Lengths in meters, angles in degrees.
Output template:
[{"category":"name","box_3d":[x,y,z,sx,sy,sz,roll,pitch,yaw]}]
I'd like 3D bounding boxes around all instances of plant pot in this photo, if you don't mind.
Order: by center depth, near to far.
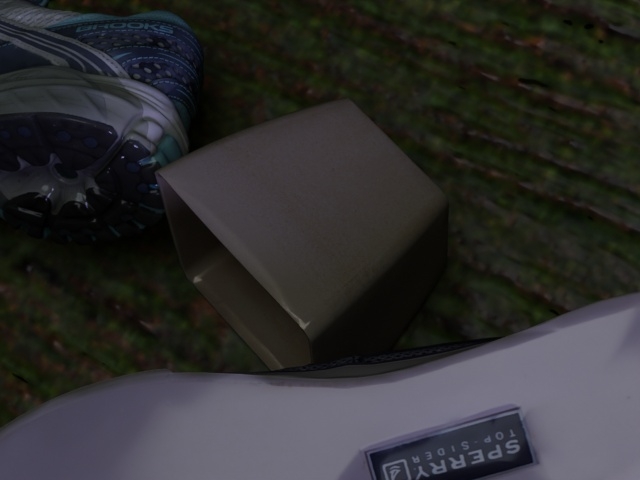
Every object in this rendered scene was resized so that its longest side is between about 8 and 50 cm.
[{"category":"plant pot","box_3d":[0.000,0.000,0.823,0.096,0.109,0.109,-38,67,-14]}]

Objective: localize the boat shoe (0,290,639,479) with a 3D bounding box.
[{"category":"boat shoe","box_3d":[0.021,0.115,0.741,0.340,0.158,0.127,-10,70,4]}]

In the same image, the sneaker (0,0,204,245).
[{"category":"sneaker","box_3d":[-0.185,-0.066,0.899,0.283,0.110,0.122,4,46,19]}]
